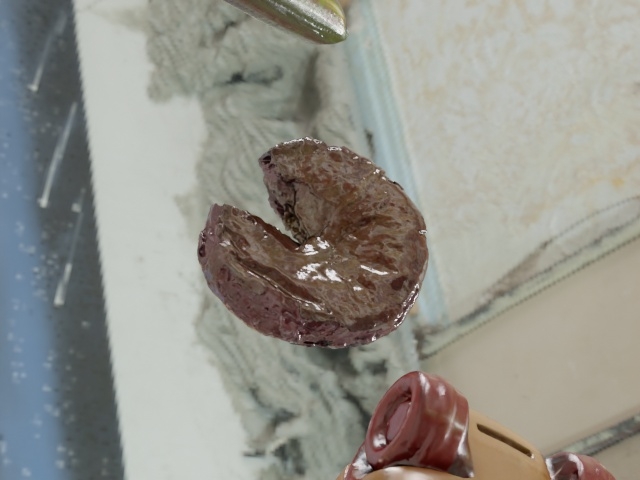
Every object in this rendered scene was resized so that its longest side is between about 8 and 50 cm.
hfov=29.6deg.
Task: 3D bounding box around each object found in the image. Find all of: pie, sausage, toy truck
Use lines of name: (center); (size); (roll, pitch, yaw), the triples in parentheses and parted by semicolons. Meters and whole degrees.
pie: (0.000, 0.000, 1.095); (0.054, 0.204, 0.218); (119, -6, -51)
sausage: (-0.078, -0.280, 1.268); (0.082, 0.372, 0.082); (-10, -107, 34)
toy truck: (0.075, 0.237, 0.807); (0.239, 0.189, 0.265); (-54, -163, 25)
